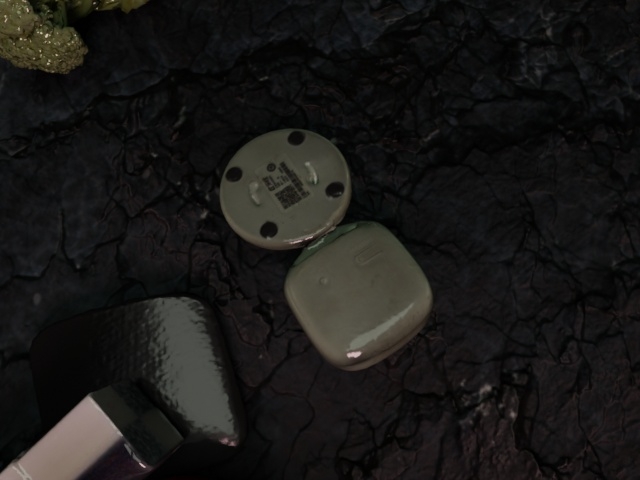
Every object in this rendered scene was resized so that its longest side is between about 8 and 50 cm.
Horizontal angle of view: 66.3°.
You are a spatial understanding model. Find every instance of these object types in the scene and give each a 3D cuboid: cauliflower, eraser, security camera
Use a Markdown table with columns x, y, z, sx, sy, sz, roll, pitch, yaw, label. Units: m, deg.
| x | y | z | sx | sy | sz | roll | pitch | yaw | label |
| --- | --- | --- | --- | --- | --- | --- | --- | --- | --- |
| -0.320 | -0.361 | 0.590 | 0.250 | 0.275 | 0.272 | -1 | 39 | -38 | cauliflower |
| -0.316 | 0.306 | 0.455 | 0.404 | 0.096 | 0.098 | -43 | 83 | -4 | eraser |
| 0.000 | 0.000 | 0.570 | 0.157 | 0.080 | 0.301 | -33 | 71 | -6 | security camera |

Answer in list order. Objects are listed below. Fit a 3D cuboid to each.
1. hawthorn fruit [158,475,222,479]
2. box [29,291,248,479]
| x | y | z | sx | sy | sz | roll | pitch | yaw | label |
| --- | --- | --- | --- | --- | --- | --- | --- | --- | --- |
| -0.133 | 0.310 | 0.455 | 0.188 | 0.169 | 0.168 | -1 | 78 | 4 | hawthorn fruit |
| -0.200 | 0.164 | 0.540 | 0.213 | 0.042 | 0.201 | -18 | 79 | -5 | box |
